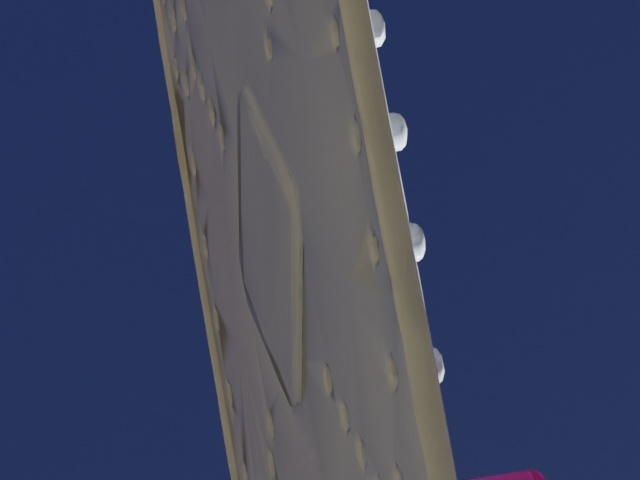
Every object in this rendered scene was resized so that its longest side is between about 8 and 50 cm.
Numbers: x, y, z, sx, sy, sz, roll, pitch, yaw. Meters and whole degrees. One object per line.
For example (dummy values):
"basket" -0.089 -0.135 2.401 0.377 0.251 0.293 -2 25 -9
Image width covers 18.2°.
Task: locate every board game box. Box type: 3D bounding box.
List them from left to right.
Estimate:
"board game box" 0.000 0.000 0.843 0.050 0.390 0.390 -7 -101 -13
